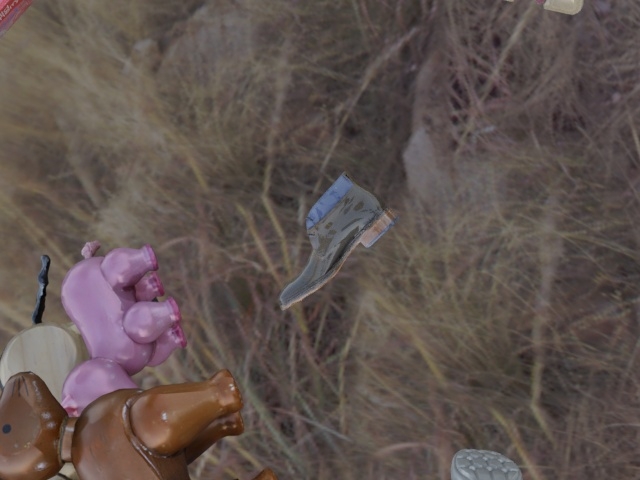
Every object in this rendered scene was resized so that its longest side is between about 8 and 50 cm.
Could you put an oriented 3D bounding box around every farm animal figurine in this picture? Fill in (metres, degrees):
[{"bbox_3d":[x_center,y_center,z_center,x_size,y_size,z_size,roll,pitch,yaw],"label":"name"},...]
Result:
[{"bbox_3d":[-0.116,0.175,0.531,0.330,0.172,0.327,-174,64,-75],"label":"farm animal figurine"}]

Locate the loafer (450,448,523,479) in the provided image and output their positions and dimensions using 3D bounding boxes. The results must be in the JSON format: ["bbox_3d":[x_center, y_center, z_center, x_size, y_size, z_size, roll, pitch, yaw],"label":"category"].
[{"bbox_3d":[0.242,0.392,1.403,0.111,0.319,0.112,5,102,0],"label":"loafer"}]

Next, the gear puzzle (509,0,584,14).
[{"bbox_3d":[0.113,-0.315,0.638,0.175,0.339,0.044,18,50,22],"label":"gear puzzle"}]

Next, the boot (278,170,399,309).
[{"bbox_3d":[0.000,0.000,1.445,0.219,0.082,0.106,-41,91,4],"label":"boot"}]

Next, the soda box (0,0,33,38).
[{"bbox_3d":[-0.424,-0.231,1.112,0.263,0.083,0.092,-52,7,-8],"label":"soda box"}]
